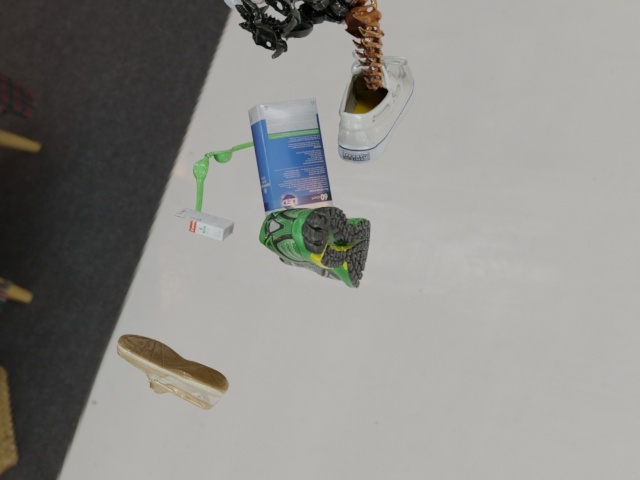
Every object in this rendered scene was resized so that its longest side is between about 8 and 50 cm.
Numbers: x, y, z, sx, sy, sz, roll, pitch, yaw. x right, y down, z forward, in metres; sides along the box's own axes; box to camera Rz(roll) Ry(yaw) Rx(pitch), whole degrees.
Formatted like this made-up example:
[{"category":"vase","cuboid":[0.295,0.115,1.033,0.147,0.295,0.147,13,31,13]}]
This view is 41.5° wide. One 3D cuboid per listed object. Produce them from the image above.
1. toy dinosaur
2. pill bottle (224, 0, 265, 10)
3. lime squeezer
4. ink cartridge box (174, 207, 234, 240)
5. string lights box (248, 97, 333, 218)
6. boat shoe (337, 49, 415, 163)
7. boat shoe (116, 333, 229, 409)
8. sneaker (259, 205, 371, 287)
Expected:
[{"category":"toy dinosaur","cuboid":[0.005,-0.374,1.244,0.218,0.164,0.322,-22,56,-22]},{"category":"pill bottle","cuboid":[-0.146,-0.627,1.983,0.216,0.121,0.121,-25,53,54]},{"category":"lime squeezer","cuboid":[-0.243,-0.181,2.093,0.110,0.059,0.310,40,72,2]},{"category":"ink cartridge box","cuboid":[-0.246,-0.034,1.786,0.115,0.063,0.029,16,110,12]},{"category":"string lights box","cuboid":[-0.060,-0.158,1.771,0.076,0.133,0.260,174,87,-69]},{"category":"boat shoe","cuboid":[0.105,-0.317,1.708,0.135,0.157,0.367,7,40,18]},{"category":"boat shoe","cuboid":[-0.217,0.192,1.199,0.059,0.170,0.063,-59,8,20]},{"category":"sneaker","cuboid":[0.000,0.000,1.581,0.146,0.343,0.134,9,79,23]}]
